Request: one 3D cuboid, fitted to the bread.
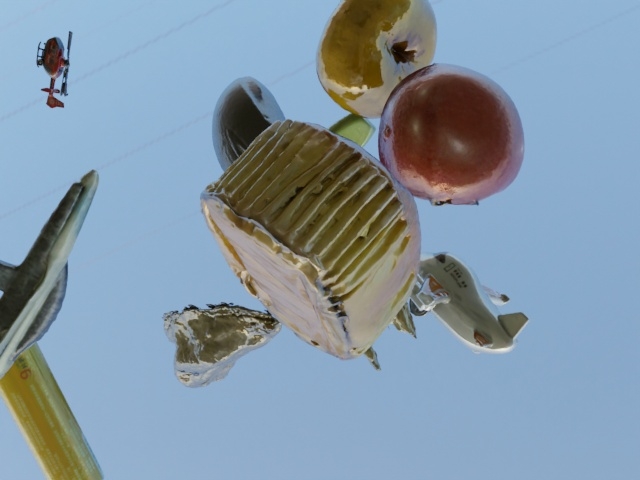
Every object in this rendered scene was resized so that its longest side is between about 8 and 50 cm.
[{"bbox_3d":[0.000,0.000,0.551,0.132,0.190,0.114,31,-113,23],"label":"bread"}]

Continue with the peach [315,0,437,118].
[{"bbox_3d":[0.074,-0.239,0.964,0.103,0.179,0.179,27,-100,42],"label":"peach"}]

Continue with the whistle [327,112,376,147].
[{"bbox_3d":[-0.038,-0.082,1.135,0.288,0.131,0.106,-42,-156,16],"label":"whistle"}]

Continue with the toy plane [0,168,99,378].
[{"bbox_3d":[-0.212,0.066,0.461,0.262,0.088,0.192,-66,-155,8],"label":"toy plane"}]

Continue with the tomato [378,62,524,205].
[{"bbox_3d":[0.139,-0.114,0.847,0.167,0.167,0.167,-6,-111,15],"label":"tomato"}]

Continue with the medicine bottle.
[{"bbox_3d":[-0.327,0.202,0.915,0.074,0.074,0.218,-19,-75,10],"label":"medicine bottle"}]

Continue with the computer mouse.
[{"bbox_3d":[-0.119,-0.167,1.297,0.137,0.086,0.269,-50,-126,34],"label":"computer mouse"}]

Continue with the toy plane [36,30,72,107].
[{"bbox_3d":[-0.489,-0.316,1.437,0.060,0.037,0.145,11,-80,6],"label":"toy plane"}]

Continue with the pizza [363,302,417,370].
[{"bbox_3d":[0.024,0.047,0.996,0.181,0.034,0.262,-29,-96,34],"label":"pizza"}]

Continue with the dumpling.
[{"bbox_3d":[-0.193,0.183,1.303,0.166,0.332,0.086,19,-124,-16],"label":"dumpling"}]

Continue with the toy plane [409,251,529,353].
[{"bbox_3d":[0.245,0.101,1.337,0.245,0.245,0.117,43,-63,25],"label":"toy plane"}]
